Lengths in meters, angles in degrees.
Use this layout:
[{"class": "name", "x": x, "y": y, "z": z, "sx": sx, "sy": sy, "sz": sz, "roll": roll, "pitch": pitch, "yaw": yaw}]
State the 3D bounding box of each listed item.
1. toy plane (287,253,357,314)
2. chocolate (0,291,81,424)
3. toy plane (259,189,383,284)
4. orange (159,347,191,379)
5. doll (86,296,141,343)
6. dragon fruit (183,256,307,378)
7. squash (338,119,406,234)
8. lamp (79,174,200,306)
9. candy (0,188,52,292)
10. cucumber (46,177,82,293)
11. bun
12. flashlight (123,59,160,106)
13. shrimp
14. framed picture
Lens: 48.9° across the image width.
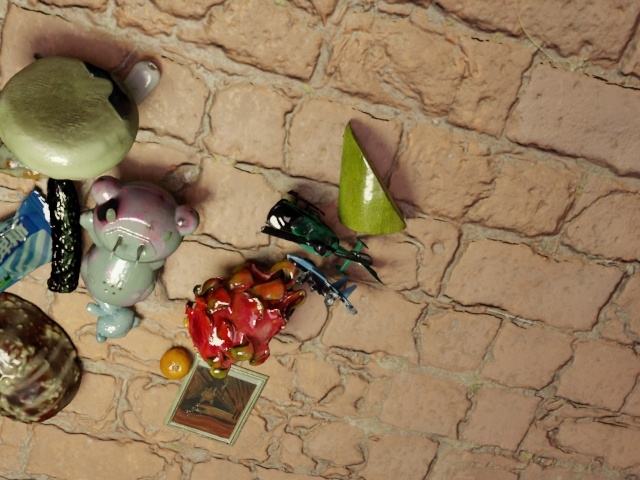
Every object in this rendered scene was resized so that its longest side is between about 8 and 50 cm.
[{"class": "toy plane", "x": -0.006, "y": 0.097, "z": 1.681, "sx": 0.246, "sy": 0.169, "sz": 0.078, "roll": 29, "pitch": 98, "yaw": -43}, {"class": "chocolate", "x": -0.756, "y": 0.319, "z": 1.752, "sx": 0.225, "sy": 0.210, "sz": 0.340, "roll": -27, "pitch": 115, "yaw": 8}, {"class": "toy plane", "x": 0.000, "y": 0.000, "z": 1.664, "sx": 0.381, "sy": 0.155, "sz": 0.106, "roll": 31, "pitch": 103, "yaw": -37}, {"class": "orange", "x": -0.380, "y": 0.324, "z": 1.847, "sx": 0.083, "sy": 0.083, "sz": 0.084, "roll": -1, "pitch": 117, "yaw": -2}, {"class": "doll", "x": -0.532, "y": 0.163, "z": 1.766, "sx": 0.120, "sy": 0.075, "sz": 0.180, "roll": -23, "pitch": 97, "yaw": -24}, {"class": "dragon fruit", "x": -0.179, "y": 0.174, "z": 1.698, "sx": 0.227, "sy": 0.243, "sz": 0.307, "roll": 48, "pitch": 115, "yaw": 17}, {"class": "squash", "x": 0.131, "y": -0.142, "z": 1.630, "sx": 0.169, "sy": 0.093, "sz": 0.252, "roll": 3, "pitch": 117, "yaw": -3}, {"class": "lamp", "x": -0.437, "y": 0.014, "z": 1.602, "sx": 0.247, "sy": 0.247, "sz": 0.301, "roll": 24, "pitch": 121, "yaw": -12}, {"class": "candy", "x": -0.757, "y": 0.029, "z": 1.677, "sx": 0.331, "sy": 0.077, "sz": 0.187, "roll": -28, "pitch": 118, "yaw": 5}, {"class": "cucumber", "x": -0.589, "y": -0.019, "z": 1.624, "sx": 0.081, "sy": 0.072, "sz": 0.304, "roll": -3, "pitch": 121, "yaw": -28}, {"class": "bun", "x": -0.514, "y": -0.230, "z": 1.446, "sx": 0.283, "sy": 0.283, "sz": 0.179, "roll": 11, "pitch": 147, "yaw": -8}, {"class": "flashlight", "x": -0.423, "y": -0.308, "z": 1.541, "sx": 0.093, "sy": 0.047, "sz": 0.200, "roll": 39, "pitch": 109, "yaw": -15}, {"class": "shrimp", "x": -0.596, "y": -0.241, "z": 1.555, "sx": 0.185, "sy": 0.068, "sz": 0.287, "roll": 24, "pitch": 111, "yaw": -16}, {"class": "framed picture", "x": -0.291, "y": 0.447, "z": 1.949, "sx": 0.216, "sy": 0.016, "sz": 0.273, "roll": 21, "pitch": 114, "yaw": -13}]
